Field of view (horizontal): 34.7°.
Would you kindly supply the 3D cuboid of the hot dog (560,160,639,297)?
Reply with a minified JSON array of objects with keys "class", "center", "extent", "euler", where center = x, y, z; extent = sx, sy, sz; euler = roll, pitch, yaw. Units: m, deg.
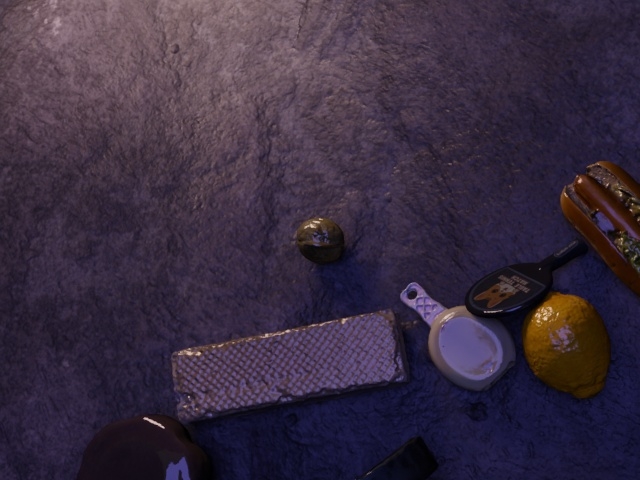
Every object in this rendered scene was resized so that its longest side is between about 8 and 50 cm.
[{"class":"hot dog","center":[0.542,0.010,1.707],"extent":[0.135,0.100,0.337],"euler":[-39,71,3]}]

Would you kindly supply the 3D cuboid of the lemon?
[{"class":"lemon","center":[0.406,0.175,1.686],"extent":[0.142,0.142,0.187],"euler":[-23,87,8]}]

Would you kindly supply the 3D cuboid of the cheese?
[{"class":"cheese","center":[0.230,0.158,1.775],"extent":[0.227,0.064,0.137],"euler":[43,89,20]}]

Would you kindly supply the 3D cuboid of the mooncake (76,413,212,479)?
[{"class":"mooncake","center":[-0.308,0.427,1.817],"extent":[0.245,0.133,0.245],"euler":[-3,78,14]}]

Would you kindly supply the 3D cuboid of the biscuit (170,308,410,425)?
[{"class":"biscuit","center":[-0.058,0.230,1.825],"extent":[0.426,0.078,0.144],"euler":[-11,76,13]}]

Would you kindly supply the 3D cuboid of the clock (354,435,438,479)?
[{"class":"clock","center":[0.046,0.426,1.630],"extent":[0.325,0.325,0.067],"euler":[-38,78,4]}]

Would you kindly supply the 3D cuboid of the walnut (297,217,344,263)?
[{"class":"walnut","center":[0.000,0.000,1.859],"extent":[0.092,0.092,0.092],"euler":[-3,77,14]}]

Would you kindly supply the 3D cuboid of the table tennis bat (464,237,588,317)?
[{"class":"table tennis bat","center":[0.352,0.065,1.744],"extent":[0.236,0.150,0.027],"euler":[-30,113,-11]}]
